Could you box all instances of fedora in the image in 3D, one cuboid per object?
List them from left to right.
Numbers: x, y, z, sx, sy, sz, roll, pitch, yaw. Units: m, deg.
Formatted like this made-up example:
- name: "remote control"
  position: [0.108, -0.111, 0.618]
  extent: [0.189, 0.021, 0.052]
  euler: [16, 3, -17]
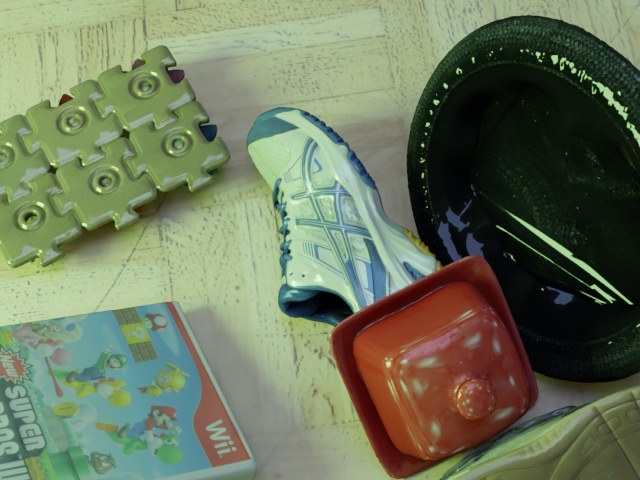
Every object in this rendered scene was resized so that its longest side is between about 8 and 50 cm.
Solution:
- name: "fedora"
  position: [0.235, -0.043, 1.334]
  extent: [0.152, 0.334, 0.334]
  euler: [-12, 52, -43]

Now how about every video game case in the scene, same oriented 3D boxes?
- name: "video game case"
  position: [-0.220, 0.147, 1.272]
  extent: [0.285, 0.025, 0.204]
  euler: [-7, 46, -27]

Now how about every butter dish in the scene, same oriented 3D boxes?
- name: "butter dish"
  position: [0.111, 0.117, 1.254]
  extent: [0.160, 0.160, 0.118]
  euler: [-26, 17, -10]

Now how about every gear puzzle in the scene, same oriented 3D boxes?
- name: "gear puzzle"
  position: [-0.262, -0.053, 1.467]
  extent: [0.339, 0.044, 0.175]
  euler: [-27, 63, -9]

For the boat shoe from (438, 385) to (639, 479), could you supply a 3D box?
- name: "boat shoe"
  position: [0.206, 0.184, 1.255]
  extent: [0.285, 0.092, 0.103]
  euler: [-24, 101, -6]

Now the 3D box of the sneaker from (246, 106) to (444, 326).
- name: "sneaker"
  position: [0.000, 0.000, 1.372]
  extent: [0.131, 0.112, 0.296]
  euler: [-32, 61, -14]
